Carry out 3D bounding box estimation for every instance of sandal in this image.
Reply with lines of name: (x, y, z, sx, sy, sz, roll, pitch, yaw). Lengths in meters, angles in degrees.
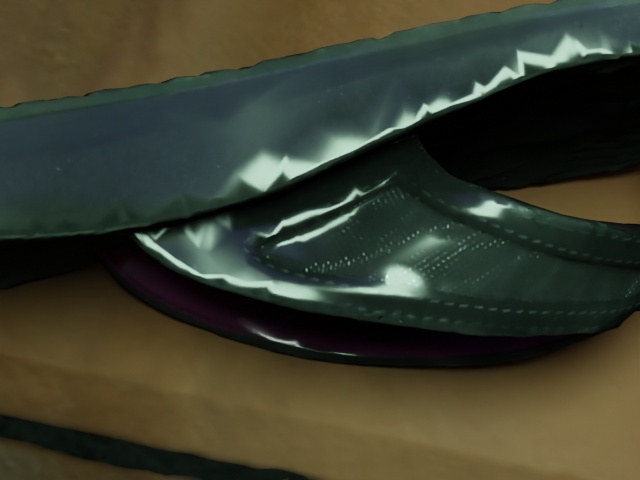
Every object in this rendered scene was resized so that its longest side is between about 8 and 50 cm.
sandal: (-0.002, 0.001, 0.615, 0.445, 0.167, 0.107, -11, 82, -9)
